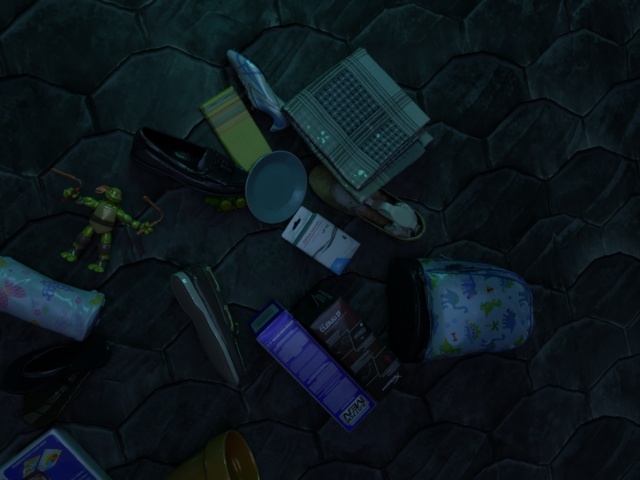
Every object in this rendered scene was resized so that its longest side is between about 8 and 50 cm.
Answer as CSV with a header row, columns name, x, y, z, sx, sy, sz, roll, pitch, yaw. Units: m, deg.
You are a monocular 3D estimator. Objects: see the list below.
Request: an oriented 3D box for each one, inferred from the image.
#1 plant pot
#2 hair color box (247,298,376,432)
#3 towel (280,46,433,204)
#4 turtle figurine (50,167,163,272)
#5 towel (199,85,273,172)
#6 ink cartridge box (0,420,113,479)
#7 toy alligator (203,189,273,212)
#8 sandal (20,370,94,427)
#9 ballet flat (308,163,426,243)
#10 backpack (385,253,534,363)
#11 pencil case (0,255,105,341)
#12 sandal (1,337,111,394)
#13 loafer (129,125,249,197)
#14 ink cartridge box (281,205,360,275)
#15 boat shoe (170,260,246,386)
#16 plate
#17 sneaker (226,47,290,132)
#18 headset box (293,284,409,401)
name,x,y,z,sx,sy,sz,roll,pitch,yaw
plant pot,-0.275,0.606,1.425,0.187,0.205,0.205,-24,99,6
hair color box,-0.026,0.312,1.453,0.110,0.185,0.339,-43,102,-8
towel,0.108,-0.297,1.449,0.312,0.056,0.324,-42,93,-24
turtle figurine,-0.536,-0.047,1.368,0.269,0.087,0.218,24,96,-21
towel,-0.204,-0.265,1.461,0.102,0.021,0.237,-32,101,-3
ink cartridge box,-0.673,0.656,1.398,0.303,0.072,0.307,-38,103,-9
toy alligator,-0.205,-0.102,1.458,0.189,0.056,0.051,-12,136,-24
sandal,-0.624,0.361,1.392,0.090,0.060,0.219,32,70,13
ballet flat,0.134,-0.100,1.497,0.348,0.123,0.123,31,87,-12
backpack,0.383,0.182,1.522,0.355,0.273,0.291,2,87,-25
pencil case,-0.652,0.137,1.342,0.273,0.113,0.124,24,78,-13
sandal,-0.634,0.288,1.361,0.254,0.054,0.097,-19,64,-8
loafer,-0.308,-0.190,1.385,0.302,0.095,0.109,17,49,-11
ink cartridge box,0.000,0.000,1.499,0.180,0.060,0.104,35,87,-14
boat shoe,-0.260,0.209,1.435,0.096,0.116,0.325,-32,100,-37
plate,-0.115,-0.137,1.456,0.188,0.024,0.188,-16,116,-35
sneaker,-0.162,-0.376,1.431,0.086,0.085,0.237,-39,98,0
headset box,0.061,0.243,1.451,0.110,0.218,0.293,-44,101,-8
